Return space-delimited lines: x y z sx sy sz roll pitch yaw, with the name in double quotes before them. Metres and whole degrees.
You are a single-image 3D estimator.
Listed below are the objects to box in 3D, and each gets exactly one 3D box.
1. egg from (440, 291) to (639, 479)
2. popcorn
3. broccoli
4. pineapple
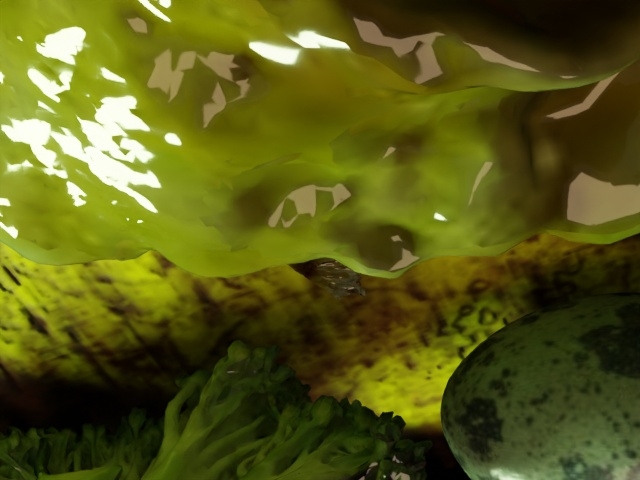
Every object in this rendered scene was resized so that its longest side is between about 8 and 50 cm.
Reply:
"egg" 0.146 0.092 0.978 0.172 0.132 0.132 4 141 -2
"popcorn" 0.030 -0.147 0.572 0.334 0.293 0.292 -20 112 -34
"broccoli" -0.136 0.163 0.869 0.361 0.221 0.252 1 155 -38
"pineapple" 0.000 0.000 0.912 0.045 0.019 0.083 -27 137 24
